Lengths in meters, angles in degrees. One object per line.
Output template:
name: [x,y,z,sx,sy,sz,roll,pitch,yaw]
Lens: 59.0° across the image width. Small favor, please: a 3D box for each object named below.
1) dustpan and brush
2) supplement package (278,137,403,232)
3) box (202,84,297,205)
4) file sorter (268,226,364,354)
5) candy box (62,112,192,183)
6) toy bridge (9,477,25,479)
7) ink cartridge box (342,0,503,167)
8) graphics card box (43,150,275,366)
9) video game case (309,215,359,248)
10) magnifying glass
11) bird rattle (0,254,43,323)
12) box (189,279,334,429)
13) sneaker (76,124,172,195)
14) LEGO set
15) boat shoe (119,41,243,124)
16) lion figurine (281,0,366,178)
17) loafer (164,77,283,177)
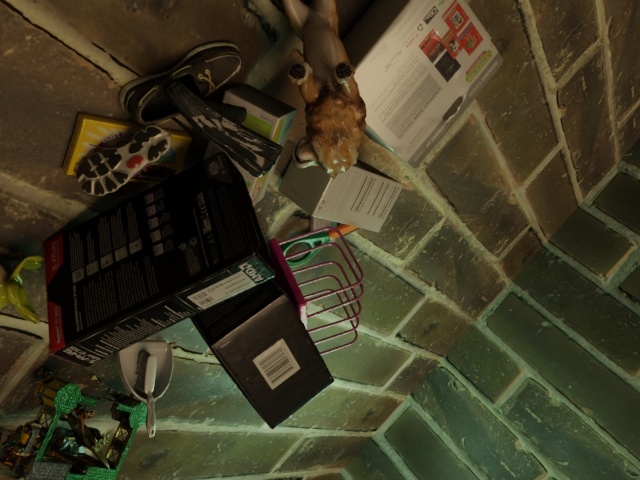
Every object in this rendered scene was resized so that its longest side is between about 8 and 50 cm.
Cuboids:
dustpan and brush: [-0.393,0.335,1.286,0.147,0.060,0.211,13,75,-52]
supplement package: [0.050,-0.122,1.307,0.244,0.139,0.134,11,110,-48]
box: [-0.141,-0.172,1.065,0.203,0.114,0.103,-64,174,27]
file sorter: [-0.005,0.136,1.426,0.182,0.202,0.291,-17,143,-14]
candy box: [-0.331,-0.153,0.986,0.205,0.027,0.105,1,122,-48]
toy bridge: [-0.687,0.591,1.341,0.026,0.063,0.188,-38,147,-12]
ink cartridge box: [0.185,-0.352,1.174,0.272,0.130,0.309,36,97,-36]
graphics card box: [-0.280,0.029,0.952,0.370,0.233,0.094,-27,146,7]
video game case: [0.046,-0.075,1.478,0.173,0.022,0.190,-26,140,-27]
magnifying glass: [0.000,0.000,1.459,0.230,0.026,0.092,-27,140,-7]
bird rattle: [-0.566,0.063,0.880,0.206,0.143,0.253,-32,144,8]
box: [-0.156,0.196,1.239,0.182,0.294,0.296,-34,127,-13]
sneaker: [-0.320,-0.127,0.943,0.169,0.068,0.071,-28,-177,-4]
LEGO set: [-0.565,0.409,1.238,0.331,0.192,0.255,33,70,-59]
boat shoe: [-0.221,-0.261,0.955,0.227,0.068,0.081,-33,143,-18]
lion figurine: [0.002,-0.318,0.982,0.142,0.392,0.240,-4,170,9]
loafer: [-0.156,-0.194,0.931,0.078,0.076,0.223,-49,123,5]
